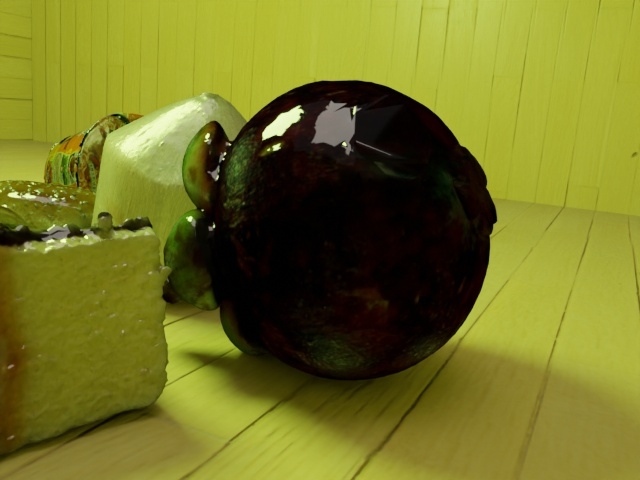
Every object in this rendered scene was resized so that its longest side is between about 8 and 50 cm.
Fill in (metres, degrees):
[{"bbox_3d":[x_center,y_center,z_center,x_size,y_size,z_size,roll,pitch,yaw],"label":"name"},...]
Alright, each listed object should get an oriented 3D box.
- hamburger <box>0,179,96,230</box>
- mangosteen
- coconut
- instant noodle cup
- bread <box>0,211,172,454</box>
[{"bbox_3d":[-0.391,-0.025,0.921,0.215,0.122,0.189,3,11,-17],"label":"hamburger"},{"bbox_3d":[0.013,-0.006,0.612,0.311,0.311,0.311,4,11,-1],"label":"mangosteen"},{"bbox_3d":[-0.177,-0.066,0.832,0.238,0.265,0.237,18,13,-4],"label":"coconut"},{"bbox_3d":[-0.406,-0.124,1.202,0.182,0.230,0.230,4,8,41],"label":"instant noodle cup"},{"bbox_3d":[-0.244,0.087,0.451,0.266,0.141,0.178,-7,-25,-39],"label":"bread"}]
